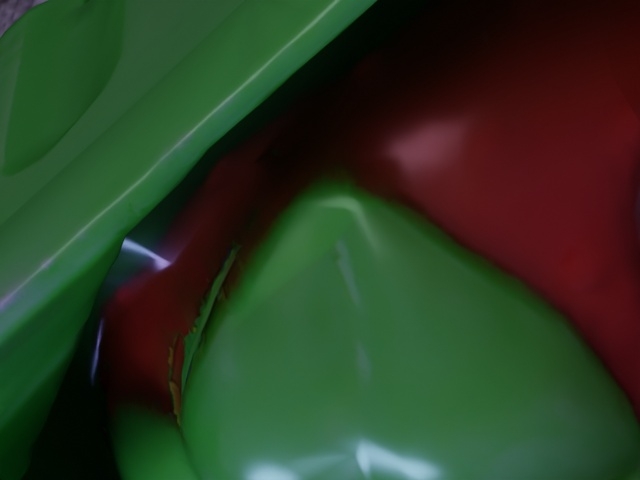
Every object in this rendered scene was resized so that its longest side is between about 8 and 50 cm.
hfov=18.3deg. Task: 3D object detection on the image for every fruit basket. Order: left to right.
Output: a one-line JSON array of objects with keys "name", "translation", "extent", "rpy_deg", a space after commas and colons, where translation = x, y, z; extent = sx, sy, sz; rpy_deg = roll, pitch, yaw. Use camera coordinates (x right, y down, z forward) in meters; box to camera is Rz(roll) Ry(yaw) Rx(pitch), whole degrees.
[{"name": "fruit basket", "translation": [0.092, 0.094, 0.402], "extent": [0.283, 0.392, 0.392], "rpy_deg": [-41, 50, 17]}]
